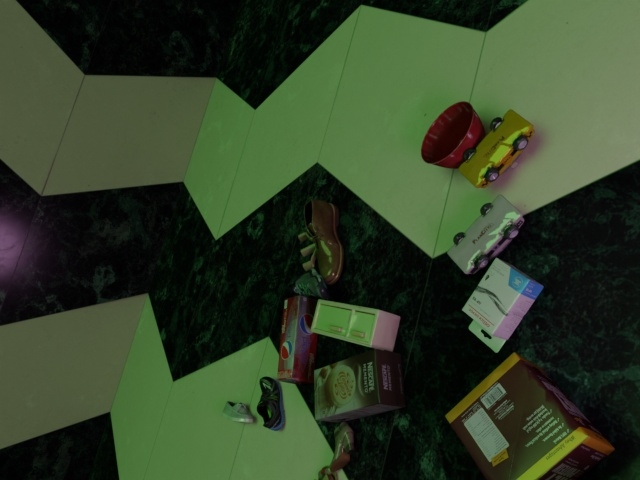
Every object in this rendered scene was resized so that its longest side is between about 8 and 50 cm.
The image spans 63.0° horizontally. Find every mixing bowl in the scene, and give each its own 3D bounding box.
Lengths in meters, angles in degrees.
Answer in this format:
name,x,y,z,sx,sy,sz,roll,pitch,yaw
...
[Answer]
name,x,y,z,sx,sy,sz,roll,pitch,yaw
mixing bowl,0.358,-0.256,1.351,0.181,0.098,0.181,-46,28,34

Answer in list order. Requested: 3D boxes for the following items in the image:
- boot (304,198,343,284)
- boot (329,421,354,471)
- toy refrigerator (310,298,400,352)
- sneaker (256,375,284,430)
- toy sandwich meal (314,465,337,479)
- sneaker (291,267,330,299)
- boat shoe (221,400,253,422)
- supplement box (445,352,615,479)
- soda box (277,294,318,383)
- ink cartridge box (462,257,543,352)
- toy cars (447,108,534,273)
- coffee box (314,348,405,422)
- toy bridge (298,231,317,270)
name,x,y,z,sx,sy,sz,roll,pitch,yaw
boot,0.000,0.000,1.701,0.112,0.115,0.305,-32,51,36
boot,0.053,0.553,1.412,0.118,0.042,0.087,-53,32,20
toy refrigerator,0.089,0.236,1.475,0.269,0.094,0.102,2,74,53
sneaker,-0.168,0.519,1.686,0.067,0.078,0.188,-47,40,28
toy sandwich meal,0.014,0.653,1.415,0.085,0.029,0.086,-29,51,43
sneaker,-0.033,0.152,1.625,0.098,0.083,0.223,-25,9,-5
boat shoe,-0.286,0.597,1.824,0.184,0.066,0.063,-15,61,60
supplement box,0.381,0.356,0.972,0.191,0.129,0.194,-48,39,13
soda box,-0.068,0.313,1.645,0.083,0.092,0.263,-20,57,46
ink cartridge box,0.389,0.143,1.151,0.180,0.060,0.104,-61,36,12
toy cars,0.412,-0.107,1.233,0.176,0.087,0.394,1,77,47
coffee box,0.097,0.387,1.381,0.246,0.098,0.141,-32,49,41
toy bridge,-0.036,0.031,1.783,0.063,0.026,0.188,-25,35,9
